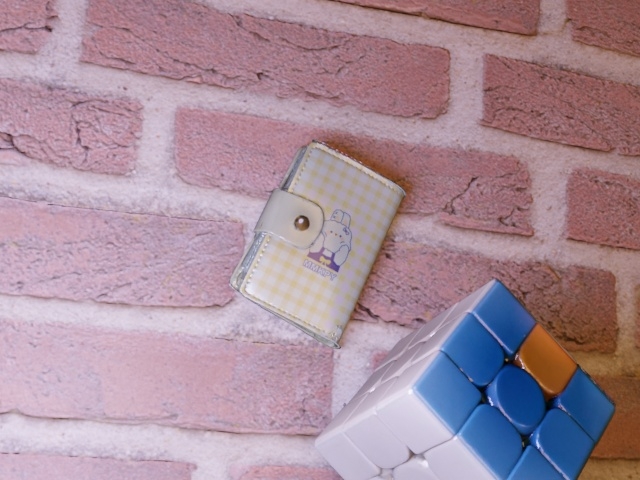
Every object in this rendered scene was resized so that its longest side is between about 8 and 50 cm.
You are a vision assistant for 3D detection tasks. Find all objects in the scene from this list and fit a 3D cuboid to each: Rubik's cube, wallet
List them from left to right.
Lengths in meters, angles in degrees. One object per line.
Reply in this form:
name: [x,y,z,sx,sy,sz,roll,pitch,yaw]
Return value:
wallet: [0.000,0.000,1.755,0.223,0.077,0.309,30,70,-12]
Rubik's cube: [0.226,0.290,1.595,0.290,0.291,0.292,46,48,-1]
